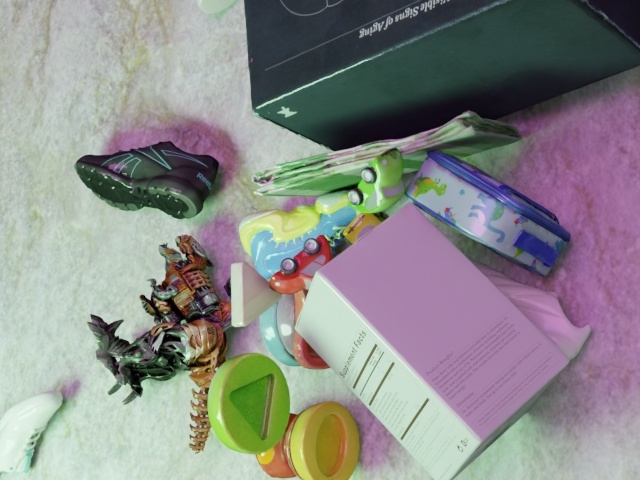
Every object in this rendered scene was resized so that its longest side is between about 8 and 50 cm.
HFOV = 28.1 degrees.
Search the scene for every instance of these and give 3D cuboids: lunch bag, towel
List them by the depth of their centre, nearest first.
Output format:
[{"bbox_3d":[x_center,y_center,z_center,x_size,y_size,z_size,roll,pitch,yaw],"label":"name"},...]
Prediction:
[{"bbox_3d":[0.229,-0.034,1.705,0.176,0.219,0.090,36,97,35],"label":"lunch bag"},{"bbox_3d":[0.094,-0.116,1.786,0.324,0.248,0.038,-16,84,23],"label":"towel"}]

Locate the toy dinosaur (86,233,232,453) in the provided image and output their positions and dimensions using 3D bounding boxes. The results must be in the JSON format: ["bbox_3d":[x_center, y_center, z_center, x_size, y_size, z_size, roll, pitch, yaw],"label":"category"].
[{"bbox_3d":[-0.217,0.149,1.917,0.218,0.164,0.322,-15,45,5],"label":"toy dinosaur"}]

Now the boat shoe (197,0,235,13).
[{"bbox_3d":[-0.149,-0.460,2.123,0.063,0.066,0.184,36,94,45],"label":"boat shoe"}]

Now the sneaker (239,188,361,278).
[{"bbox_3d":[0.000,0.000,1.899,0.240,0.091,0.126,-13,87,22],"label":"sneaker"}]

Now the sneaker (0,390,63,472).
[{"bbox_3d":[-0.477,0.320,2.035,0.212,0.080,0.094,-37,73,19],"label":"sneaker"}]

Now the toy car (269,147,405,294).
[{"bbox_3d":[0.054,-0.027,1.681,0.053,0.239,0.225,45,133,15],"label":"toy car"}]

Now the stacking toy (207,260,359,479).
[{"bbox_3d":[-0.075,0.177,1.765,0.130,0.279,0.309,-8,70,41],"label":"stacking toy"}]

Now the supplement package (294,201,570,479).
[{"bbox_3d":[0.137,0.134,1.650,0.177,0.175,0.293,-36,73,-27],"label":"supplement package"}]

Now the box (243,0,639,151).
[{"bbox_3d":[0.152,-0.420,1.779,0.479,0.297,0.472,-18,65,34],"label":"box"}]

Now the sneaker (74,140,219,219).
[{"bbox_3d":[-0.279,-0.105,2.069,0.267,0.101,0.106,13,58,30],"label":"sneaker"}]

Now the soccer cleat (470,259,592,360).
[{"bbox_3d":[0.279,0.085,1.735,0.076,0.068,0.196,-47,67,0],"label":"soccer cleat"}]
